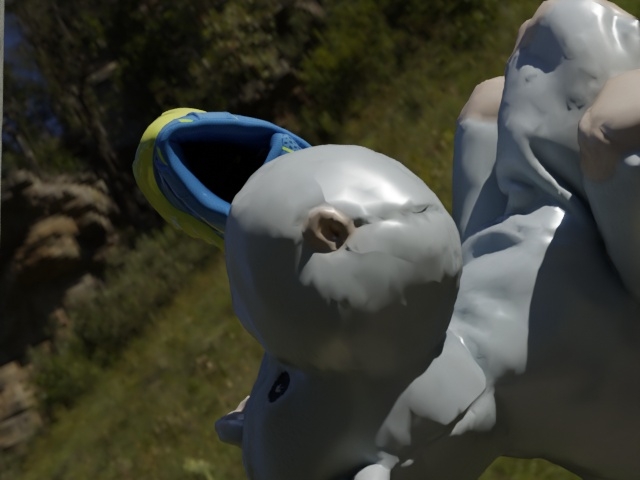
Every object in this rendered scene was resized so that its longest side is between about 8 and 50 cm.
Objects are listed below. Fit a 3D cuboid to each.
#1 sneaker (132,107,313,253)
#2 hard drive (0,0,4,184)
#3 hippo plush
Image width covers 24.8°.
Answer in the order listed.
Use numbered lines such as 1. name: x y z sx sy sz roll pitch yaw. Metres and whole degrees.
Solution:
1. sneaker: 0.000 0.000 0.817 0.126 0.240 0.091 119 176 -86
2. hard drive: -0.226 -0.045 0.559 0.203 0.040 0.307 -1 -80 -22
3. hippo plush: 0.062 0.043 0.693 0.236 0.234 0.294 -13 -75 -15
